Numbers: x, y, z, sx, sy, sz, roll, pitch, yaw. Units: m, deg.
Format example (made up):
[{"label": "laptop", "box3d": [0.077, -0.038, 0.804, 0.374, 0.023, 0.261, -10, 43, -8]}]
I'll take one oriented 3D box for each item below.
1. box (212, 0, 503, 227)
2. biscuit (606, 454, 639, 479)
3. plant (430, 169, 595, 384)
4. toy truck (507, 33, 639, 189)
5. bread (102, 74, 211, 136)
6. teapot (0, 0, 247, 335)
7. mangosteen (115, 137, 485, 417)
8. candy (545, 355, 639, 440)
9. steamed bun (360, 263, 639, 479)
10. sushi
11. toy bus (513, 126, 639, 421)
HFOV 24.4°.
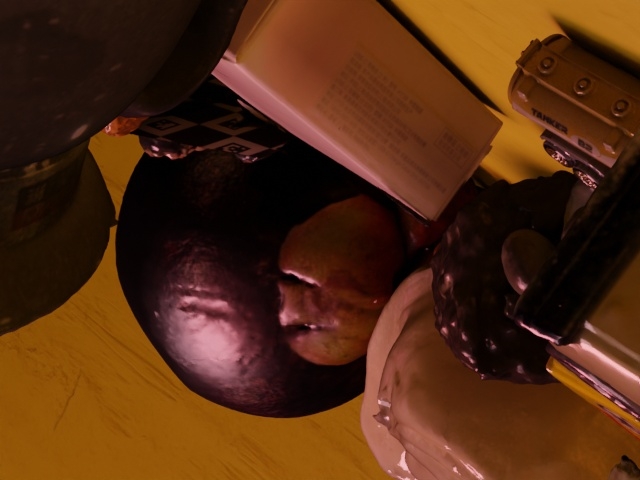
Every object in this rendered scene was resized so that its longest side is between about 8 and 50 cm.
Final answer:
[{"label": "box", "box3d": [-0.019, -0.137, 1.060, 0.252, 0.106, 0.203, 35, -178, -46]}, {"label": "biscuit", "box3d": [0.183, 0.147, 0.594, 0.147, 0.046, 0.250, 33, 178, 26]}, {"label": "plant", "box3d": [0.164, 0.026, 0.926, 0.146, 0.149, 0.274, -9, 177, -18]}, {"label": "toy truck", "box3d": [0.148, -0.051, 0.710, 0.123, 0.052, 0.063, 38, 175, 36]}, {"label": "bread", "box3d": [-0.163, -0.196, 1.224, 0.143, 0.149, 0.158, 32, 141, 34]}, {"label": "teapot", "box3d": [-0.139, -0.109, 0.564, 0.223, 0.285, 0.305, 20, -146, 1]}, {"label": "mangosteen", "box3d": [0.000, 0.000, 1.568, 0.435, 0.382, 0.382, -9, 155, 28]}, {"label": "candy", "box3d": [0.264, 0.088, 0.780, 0.276, 0.146, 0.088, 38, 178, -29]}, {"label": "steamed bun", "box3d": [0.200, 0.106, 1.243, 0.352, 0.247, 0.339, -3, -175, -23]}, {"label": "sushi", "box3d": [-0.119, -0.104, 1.306, 0.280, 0.043, 0.192, 12, -153, 26]}, {"label": "toy bus", "box3d": [0.221, 0.056, 0.538, 0.179, 0.143, 0.305, 35, 178, 38]}]
